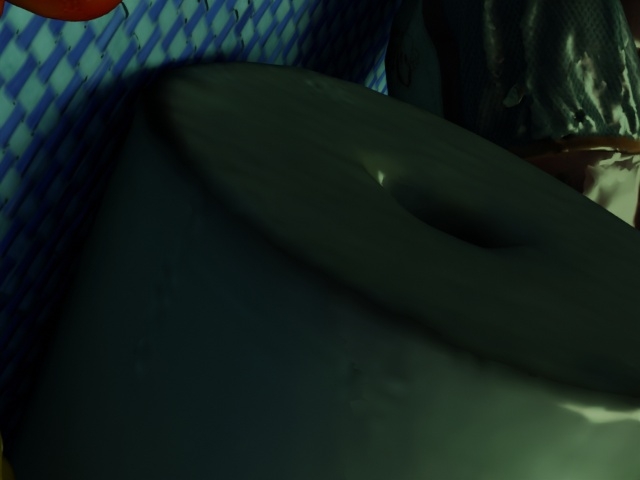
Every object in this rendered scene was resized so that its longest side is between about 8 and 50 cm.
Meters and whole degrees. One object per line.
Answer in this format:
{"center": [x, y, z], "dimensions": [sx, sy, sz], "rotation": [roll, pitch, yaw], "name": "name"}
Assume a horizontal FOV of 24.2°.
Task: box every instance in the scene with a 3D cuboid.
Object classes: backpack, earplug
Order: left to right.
{"center": [-0.017, 0.146, 0.751], "dimensions": [0.394, 0.312, 0.312], "rotation": [-63, 169, 20], "name": "earplug"}
{"center": [0.151, -0.040, 0.965], "dimensions": [0.283, 0.197, 0.317], "rotation": [-58, 137, -79], "name": "backpack"}

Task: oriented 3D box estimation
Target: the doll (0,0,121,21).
{"center": [-0.031, -0.203, 0.347], "dimensions": [0.336, 0.105, 0.200], "rotation": [-66, 168, 21], "name": "doll"}

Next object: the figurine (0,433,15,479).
{"center": [-0.176, 0.137, 0.573], "dimensions": [0.122, 0.121, 0.176], "rotation": [50, 51, -57], "name": "figurine"}
